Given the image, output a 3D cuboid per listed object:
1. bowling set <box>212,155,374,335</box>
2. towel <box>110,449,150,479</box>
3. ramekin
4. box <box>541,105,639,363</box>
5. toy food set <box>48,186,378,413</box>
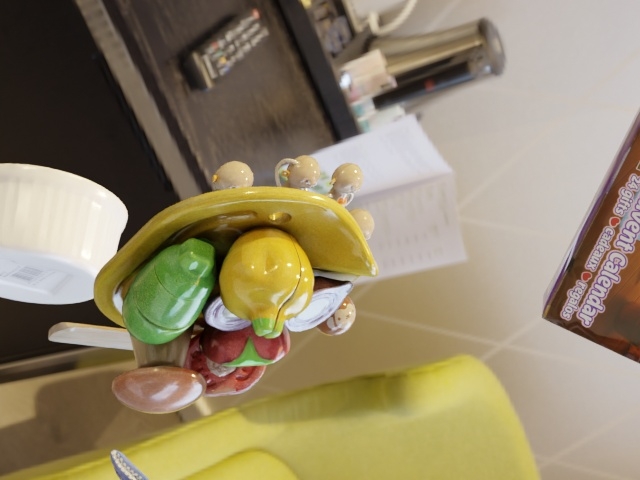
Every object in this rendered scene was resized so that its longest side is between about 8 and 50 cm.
[{"bbox_3d":[0.000,0.000,1.209,0.200,0.154,0.287,42,35,25],"label":"bowling set"},{"bbox_3d":[-0.117,0.382,1.150,0.040,0.243,0.336,-44,149,-22],"label":"towel"},{"bbox_3d":[-0.452,0.000,1.564,0.277,0.277,0.135,33,53,-51],"label":"ramekin"},{"bbox_3d":[0.289,-0.041,0.600,0.057,0.200,0.293,-43,157,-71],"label":"box"},{"bbox_3d":[-0.058,0.052,0.541,0.128,0.218,0.071,14,57,-30],"label":"toy food set"}]
